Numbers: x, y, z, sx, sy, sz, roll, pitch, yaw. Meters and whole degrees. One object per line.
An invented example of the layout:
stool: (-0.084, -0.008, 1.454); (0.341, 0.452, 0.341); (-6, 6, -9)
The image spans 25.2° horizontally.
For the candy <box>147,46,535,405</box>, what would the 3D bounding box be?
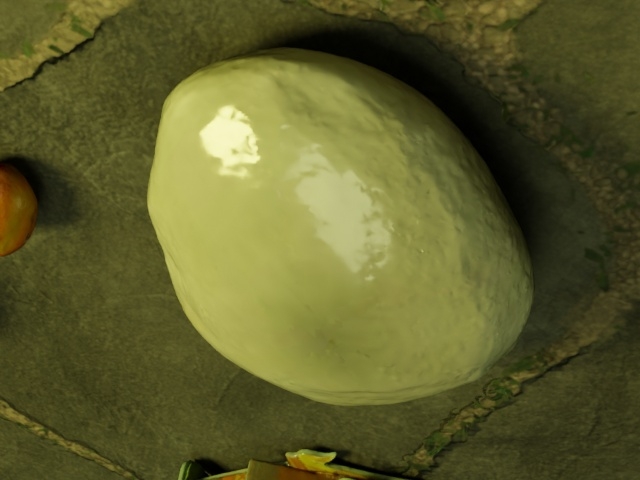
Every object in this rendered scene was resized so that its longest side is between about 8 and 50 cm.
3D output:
candy: (0.000, 0.000, 1.377); (0.386, 0.186, 0.426); (-3, 131, 26)

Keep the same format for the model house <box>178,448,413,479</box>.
model house: (0.010, 0.441, 1.810); (0.313, 0.242, 0.357); (-12, 130, 24)

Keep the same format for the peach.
peach: (-0.346, -0.034, 1.508); (0.101, 0.100, 0.100); (9, 138, 8)
